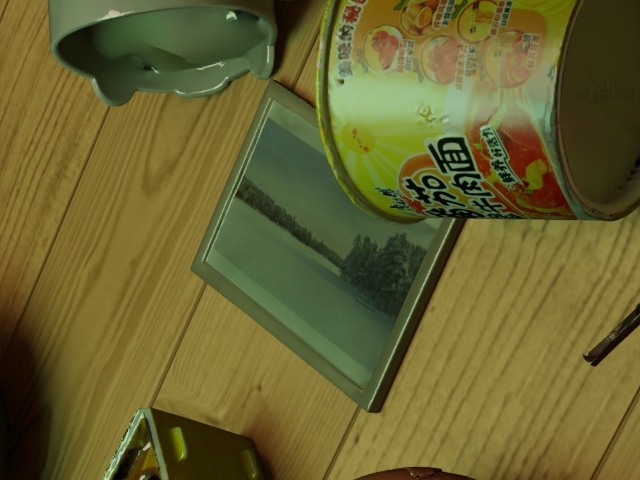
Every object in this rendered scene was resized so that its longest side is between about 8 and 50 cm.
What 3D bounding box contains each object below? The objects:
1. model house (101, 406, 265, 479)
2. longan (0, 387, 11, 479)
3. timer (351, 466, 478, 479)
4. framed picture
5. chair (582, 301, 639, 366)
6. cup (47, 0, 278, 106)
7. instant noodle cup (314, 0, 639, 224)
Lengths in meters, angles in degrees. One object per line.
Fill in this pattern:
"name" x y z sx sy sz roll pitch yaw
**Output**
"model house" -0.199 0.317 1.600 0.340 0.300 0.323 -8 68 38
"longan" -0.528 0.259 1.864 0.436 0.404 0.404 -27 64 18
"timer" 0.080 0.293 1.361 0.215 0.230 0.229 12 92 39
"framed picture" 0.000 0.000 1.634 0.289 0.016 0.213 37 109 42
"chair" 0.349 0.010 1.173 0.326 0.183 0.175 -53 45 14
"cup" -0.128 -0.291 1.687 0.290 0.219 0.257 -9 75 13
"instant noodle cup" 0.149 -0.126 1.354 0.200 0.264 0.264 11 92 38
